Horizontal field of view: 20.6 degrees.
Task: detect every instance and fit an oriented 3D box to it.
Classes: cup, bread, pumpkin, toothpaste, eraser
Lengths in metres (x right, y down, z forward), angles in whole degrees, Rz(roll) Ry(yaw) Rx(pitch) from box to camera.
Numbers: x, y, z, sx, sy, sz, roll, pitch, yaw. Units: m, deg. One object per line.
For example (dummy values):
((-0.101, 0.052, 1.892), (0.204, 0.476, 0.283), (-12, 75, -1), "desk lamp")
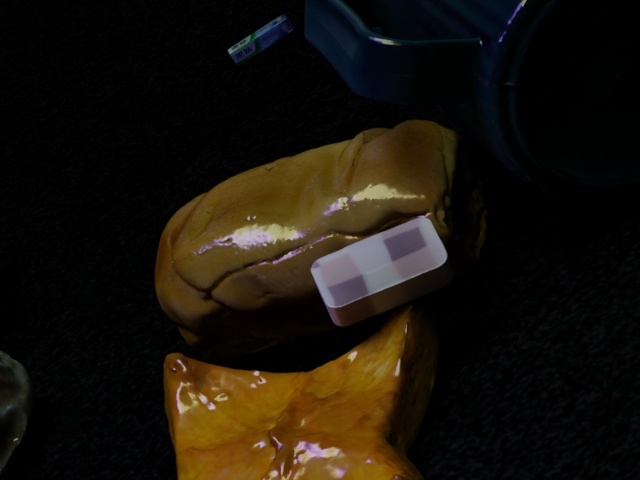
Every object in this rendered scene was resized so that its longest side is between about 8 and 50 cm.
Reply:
((0.173, -0.195, 1.498), (0.242, 0.308, 0.292), (-57, 28, 12), "cup")
((0.000, 0.000, 1.550), (0.294, 0.132, 0.167), (-19, 26, 25), "bread")
((-0.020, 0.166, 1.340), (0.258, 0.095, 0.290), (-18, 29, 15), "pumpkin")
((-0.072, -0.243, 2.129), (0.083, 0.020, 0.017), (-33, 32, 4), "toothpaste")
((0.049, 0.025, 1.404), (0.105, 0.026, 0.065), (-23, 44, -2), "eraser")

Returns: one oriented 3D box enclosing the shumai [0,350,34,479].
((-0.472, 0.159, 1.636), (0.292, 0.288, 0.330), (-9, 35, 38), "shumai")
